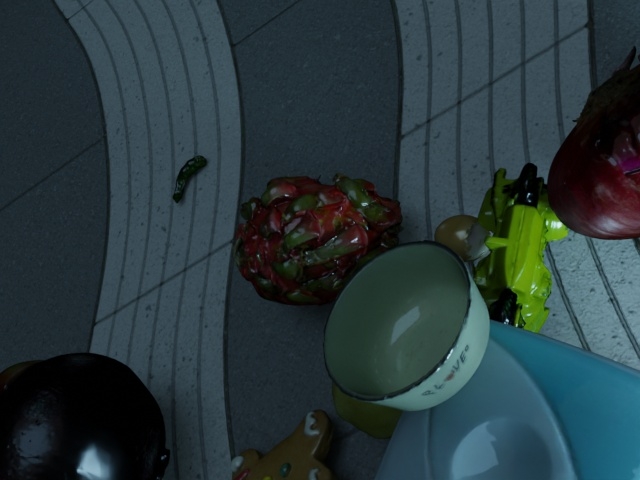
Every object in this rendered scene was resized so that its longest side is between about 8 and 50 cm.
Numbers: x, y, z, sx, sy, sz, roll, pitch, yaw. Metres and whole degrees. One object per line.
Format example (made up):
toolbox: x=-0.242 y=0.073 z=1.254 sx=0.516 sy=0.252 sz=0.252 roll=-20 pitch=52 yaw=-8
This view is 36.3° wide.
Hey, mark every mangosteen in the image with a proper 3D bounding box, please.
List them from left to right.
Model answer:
mangosteen: x=-0.493 y=0.379 z=1.750 sx=0.382 sy=0.435 sz=0.381 roll=-163 pitch=90 yaw=-84

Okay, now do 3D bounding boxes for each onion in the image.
onion: x=0.494 y=-0.120 z=1.378 sx=0.347 sy=0.285 sz=0.347 roll=-45 pitch=4 yaw=4

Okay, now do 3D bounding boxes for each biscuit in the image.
biscuit: x=-0.107 y=0.435 z=1.645 sx=0.340 sy=0.047 sz=0.216 roll=-35 pitch=38 yaw=26

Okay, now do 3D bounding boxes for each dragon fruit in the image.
dragon fruit: x=-0.003 y=-0.002 z=1.702 sx=0.303 sy=0.237 sz=0.231 roll=-5 pitch=73 yaw=14

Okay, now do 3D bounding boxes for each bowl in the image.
bowl: x=0.116 y=0.115 z=1.175 sx=0.211 sy=0.112 sz=0.211 roll=-24 pitch=48 yaw=29

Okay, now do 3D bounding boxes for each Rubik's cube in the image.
Rubik's cube: x=0.299 y=0.331 z=1.212 sx=0.352 sy=0.347 sz=0.352 roll=21 pitch=78 yaw=45

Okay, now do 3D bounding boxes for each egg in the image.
egg: x=0.234 y=-0.004 z=1.625 sx=0.096 sy=0.080 sz=0.080 roll=2 pitch=68 yaw=57

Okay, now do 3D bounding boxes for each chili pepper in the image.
chili pepper: x=-0.295 y=-0.139 z=2.125 sx=0.118 sy=0.035 sz=0.055 roll=-56 pitch=30 yaw=-6

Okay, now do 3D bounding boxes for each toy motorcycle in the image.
toy motorcycle: x=0.297 y=0.050 z=1.490 sx=0.142 sy=0.206 sz=0.342 roll=15 pitch=56 yaw=4

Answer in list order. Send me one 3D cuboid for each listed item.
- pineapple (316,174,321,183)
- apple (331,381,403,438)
pineapple: x=-0.043 y=-0.077 z=1.896 sx=0.124 sy=0.058 sz=0.058 roll=-26 pitch=53 yaw=14
apple: x=0.112 y=0.215 z=1.534 sx=0.200 sy=0.200 sz=0.200 roll=-17 pitch=58 yaw=30
